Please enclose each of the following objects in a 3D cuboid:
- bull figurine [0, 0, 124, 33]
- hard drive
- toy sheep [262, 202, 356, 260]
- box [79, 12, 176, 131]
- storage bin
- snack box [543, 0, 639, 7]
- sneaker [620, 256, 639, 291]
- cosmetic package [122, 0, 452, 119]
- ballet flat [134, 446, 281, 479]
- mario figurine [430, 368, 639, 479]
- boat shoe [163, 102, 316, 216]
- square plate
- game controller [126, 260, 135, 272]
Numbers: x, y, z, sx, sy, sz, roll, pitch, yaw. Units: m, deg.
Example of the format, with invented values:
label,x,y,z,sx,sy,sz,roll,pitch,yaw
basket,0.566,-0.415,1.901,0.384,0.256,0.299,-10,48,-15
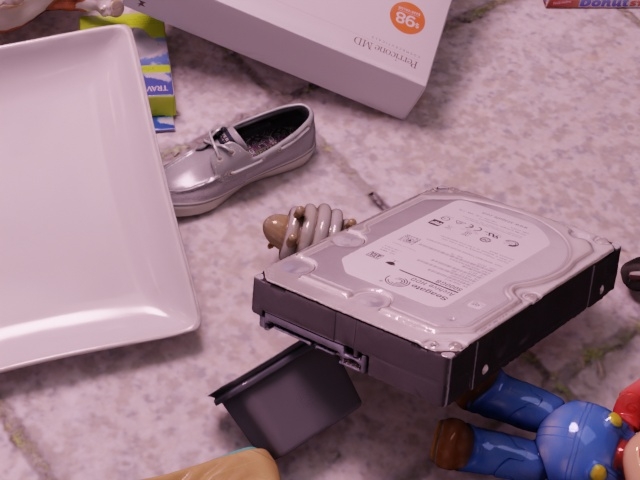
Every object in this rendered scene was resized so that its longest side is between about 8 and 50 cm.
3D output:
label,x,y,z,sx,sy,sz,roll,pitch,yaw
bull figurine,-0.364,-0.314,1.695,0.310,0.101,0.188,-33,40,-32
hard drive,0.125,0.041,1.400,0.237,0.064,0.339,21,31,33
toy sheep,0.000,0.000,1.510,0.132,0.091,0.091,18,50,-5
box,-0.239,-0.208,1.689,0.109,0.042,0.178,-5,50,-9
storage bin,-0.032,0.158,1.379,0.135,0.098,0.091,-28,86,-27
snack box,0.390,-0.348,1.883,0.178,0.022,0.064,-1,51,-7
sneaker,0.462,0.089,1.477,0.281,0.162,0.106,-1,10,34
cosmetic package,-0.019,-0.350,1.707,0.377,0.097,0.284,21,64,-7
ballet flat,-0.141,0.255,1.281,0.232,0.080,0.073,-17,47,-19
mario figurine,0.275,0.190,1.311,0.321,0.198,0.170,14,12,14
boat shoe,-0.105,-0.103,1.588,0.227,0.081,0.079,-25,57,-24
square plate,-0.330,-0.033,1.431,0.347,0.049,0.344,-12,82,-15
game controller,-0.343,0.011,1.493,0.319,0.067,0.166,-11,66,-14
